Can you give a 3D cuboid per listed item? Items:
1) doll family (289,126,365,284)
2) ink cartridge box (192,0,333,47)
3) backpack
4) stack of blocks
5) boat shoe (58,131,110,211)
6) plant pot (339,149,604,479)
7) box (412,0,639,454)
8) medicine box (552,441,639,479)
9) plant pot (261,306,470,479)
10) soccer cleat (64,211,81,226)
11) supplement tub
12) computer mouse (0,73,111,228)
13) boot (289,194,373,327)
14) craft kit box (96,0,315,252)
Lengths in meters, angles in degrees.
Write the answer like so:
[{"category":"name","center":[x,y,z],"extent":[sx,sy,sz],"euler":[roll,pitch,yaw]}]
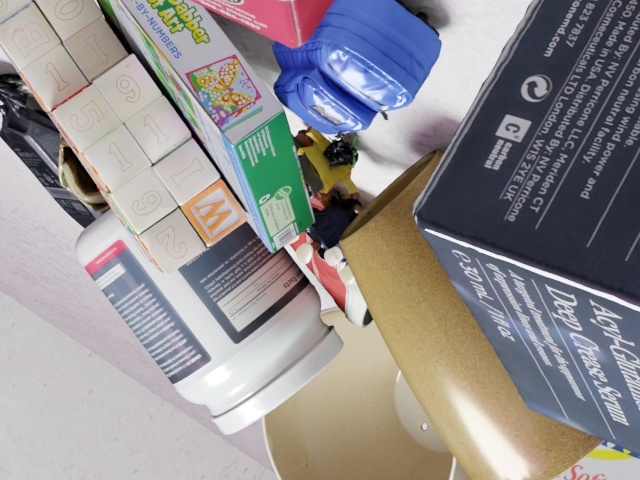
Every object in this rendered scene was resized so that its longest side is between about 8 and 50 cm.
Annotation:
[{"category":"doll family","center":[0.016,-0.039,1.448],"extent":[0.076,0.111,0.193],"euler":[-31,88,43]},{"category":"ink cartridge box","center":[-0.088,-0.264,0.879],"extent":[0.226,0.131,0.306],"euler":[28,164,12]},{"category":"backpack","center":[0.029,-0.131,1.151],"extent":[0.098,0.101,0.120],"euler":[30,165,-24]},{"category":"stack of blocks","center":[-0.193,-0.120,1.376],"extent":[0.297,0.087,0.171],"euler":[56,173,-10]},{"category":"boat shoe","center":[-0.246,-0.098,1.742],"extent":[0.122,0.120,0.324],"euler":[31,165,0]},{"category":"plant pot","center":[0.142,0.054,1.350],"extent":[0.254,0.237,0.237],"euler":[46,163,-6]},{"category":"box","center":[0.303,0.030,0.932],"extent":[0.395,0.212,0.293],"euler":[21,162,31]},{"category":"medicine box","center":[0.314,0.279,1.569],"extent":[0.263,0.289,0.149],"euler":[18,163,40]},{"category":"plant pot","center":[0.097,0.210,1.894],"extent":[0.284,0.284,0.191],"euler":[20,-163,35]},{"category":"soccer cleat","center":[-0.299,-0.032,2.177],"extent":[0.196,0.068,0.076],"euler":[23,161,36]},{"category":"supplement tub","center":[-0.121,0.056,1.712],"extent":[0.272,0.191,0.191],"euler":[53,163,-3]},{"category":"computer mouse","center":[-0.331,-0.119,1.963],"extent":[0.188,0.072,0.272],"euler":[12,144,56]},{"category":"boot","center":[0.000,0.000,1.690],"extent":[0.176,0.088,0.244],"euler":[34,168,18]},{"category":"craft kit box","center":[-0.105,-0.133,1.305],"extent":[0.246,0.061,0.250],"euler":[49,171,18]}]
